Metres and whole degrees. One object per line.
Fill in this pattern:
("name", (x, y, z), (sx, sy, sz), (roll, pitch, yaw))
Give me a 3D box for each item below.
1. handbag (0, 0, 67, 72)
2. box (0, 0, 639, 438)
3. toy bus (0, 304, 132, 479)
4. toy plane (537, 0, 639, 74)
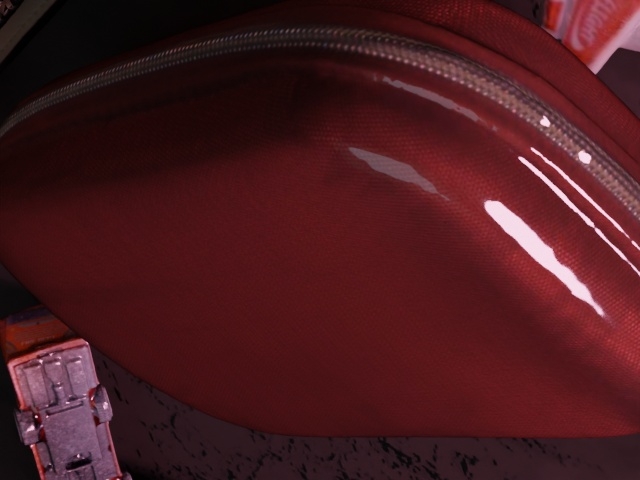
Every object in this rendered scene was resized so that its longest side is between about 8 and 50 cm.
("handbag", (-0.219, -0.199, 0.788), (0.237, 0.160, 0.358), (52, 139, -4))
("box", (0.000, 0.000, 0.782), (0.263, 0.108, 0.404), (41, 152, -28))
("toy bus", (-0.171, 0.131, 1.113), (0.077, 0.065, 0.192), (-117, 15, -49))
("toy plane", (0.085, -0.163, 0.618), (0.252, 0.118, 0.252), (22, 143, 18))
